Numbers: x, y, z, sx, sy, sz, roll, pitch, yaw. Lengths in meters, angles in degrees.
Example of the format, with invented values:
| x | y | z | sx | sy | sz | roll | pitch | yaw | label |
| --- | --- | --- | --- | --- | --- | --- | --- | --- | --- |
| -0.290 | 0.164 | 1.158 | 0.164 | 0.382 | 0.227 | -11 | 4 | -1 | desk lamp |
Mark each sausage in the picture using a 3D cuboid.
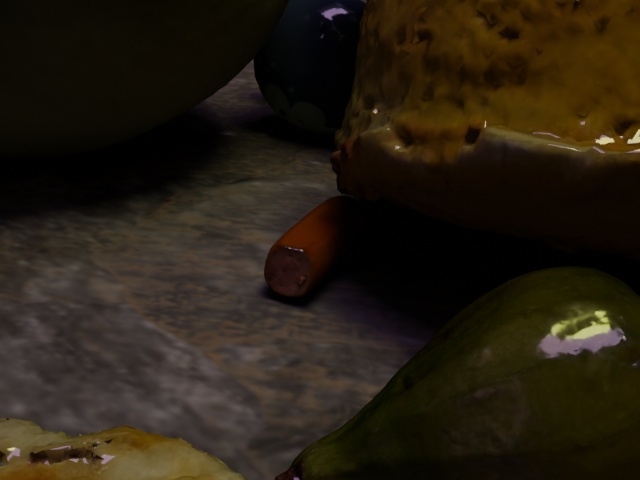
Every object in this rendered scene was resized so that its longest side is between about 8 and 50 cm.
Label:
| x | y | z | sx | sy | sz | roll | pitch | yaw | label |
| --- | --- | --- | --- | --- | --- | --- | --- | --- | --- |
| 0.000 | 0.000 | 0.589 | 0.041 | 0.039 | 0.131 | 12 | 24 | 17 | sausage |

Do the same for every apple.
| x | y | z | sx | sy | sz | roll | pitch | yaw | label |
| --- | --- | --- | --- | --- | --- | --- | --- | --- | --- |
| -0.233 | -0.285 | 0.650 | 0.474 | 0.473 | 0.473 | 8 | 26 | -4 | apple |

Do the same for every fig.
| x | y | z | sx | sy | sz | roll | pitch | yaw | label |
| --- | --- | --- | --- | --- | --- | --- | --- | --- | --- |
| 0.084 | 0.096 | 0.378 | 0.126 | 0.185 | 0.133 | 45 | 14 | -15 | fig |

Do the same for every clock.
| x | y | z | sx | sy | sz | roll | pitch | yaw | label |
| --- | --- | --- | --- | --- | --- | --- | --- | --- | --- |
| 0.019 | -0.196 | 0.893 | 0.200 | 0.146 | 0.243 | 20 | 20 | 10 | clock |

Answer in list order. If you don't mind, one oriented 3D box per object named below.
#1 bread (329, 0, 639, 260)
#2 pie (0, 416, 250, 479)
| x | y | z | sx | sy | sz | roll | pitch | yaw | label |
| --- | --- | --- | --- | --- | --- | --- | --- | --- | --- |
| 0.191 | -0.098 | 0.589 | 0.398 | 0.215 | 0.398 | 7 | 8 | -1 | bread |
| -0.121 | 0.142 | 0.242 | 0.274 | 0.055 | 0.274 | 3 | 27 | -1 | pie |
